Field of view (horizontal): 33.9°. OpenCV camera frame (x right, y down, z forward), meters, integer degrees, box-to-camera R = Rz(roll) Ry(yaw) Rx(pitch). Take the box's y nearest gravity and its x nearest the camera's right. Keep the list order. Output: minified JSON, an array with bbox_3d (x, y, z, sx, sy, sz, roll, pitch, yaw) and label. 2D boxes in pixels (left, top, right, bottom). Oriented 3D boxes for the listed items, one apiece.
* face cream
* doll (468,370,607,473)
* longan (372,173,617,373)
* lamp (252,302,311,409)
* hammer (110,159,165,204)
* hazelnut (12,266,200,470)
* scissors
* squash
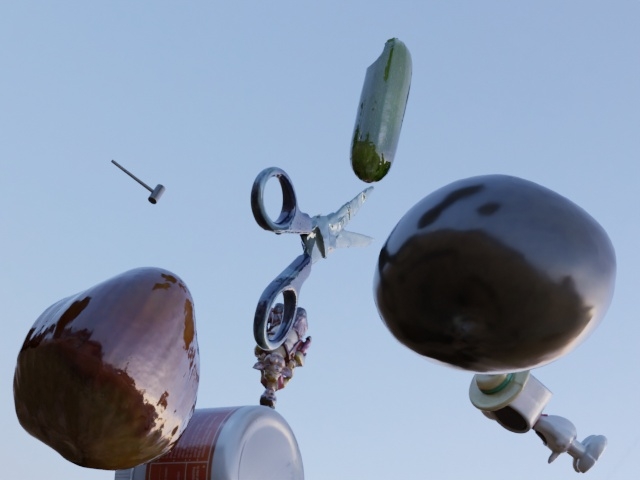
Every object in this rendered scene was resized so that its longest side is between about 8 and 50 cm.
[{"bbox_3d":[-0.145,0.327,1.417,0.187,0.201,0.201,-9,-46,29],"label":"face cream"},{"bbox_3d":[0.410,0.317,1.959,0.271,0.144,0.208,31,-15,17],"label":"doll"},{"bbox_3d":[0.231,0.048,1.434,0.350,0.288,0.288,2,-40,48],"label":"longan"},{"bbox_3d":[-0.093,0.253,2.284,0.118,0.253,0.118,10,-46,11],"label":"lamp"},{"bbox_3d":[-0.334,-0.111,1.900,0.110,0.035,0.019,37,-36,-11],"label":"hammer"},{"bbox_3d":[-0.197,0.129,1.035,0.186,0.210,0.210,63,-25,14],"label":"hazelnut"},{"bbox_3d":[0.000,0.000,1.558,0.029,0.383,0.256,6,-77,26],"label":"scissors"},{"bbox_3d":[0.086,-0.185,1.467,0.069,0.238,0.069,11,-27,6],"label":"squash"}]
